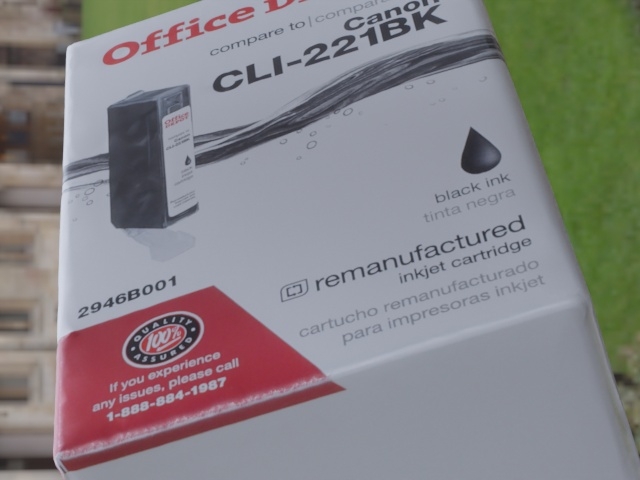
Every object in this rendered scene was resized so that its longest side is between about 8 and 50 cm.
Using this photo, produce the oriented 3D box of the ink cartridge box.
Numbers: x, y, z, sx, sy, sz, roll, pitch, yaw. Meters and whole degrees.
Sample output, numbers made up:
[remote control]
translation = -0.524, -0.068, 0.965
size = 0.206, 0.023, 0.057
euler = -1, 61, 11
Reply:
[ink cartridge box]
translation = 0.000, 0.000, 0.666
size = 0.273, 0.197, 0.114
euler = -100, -10, -51
